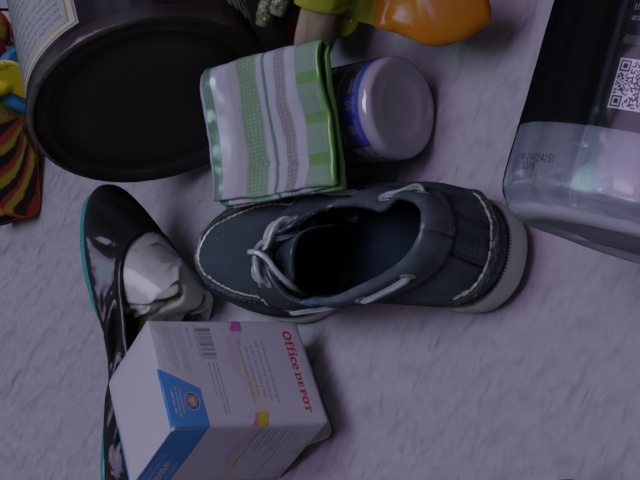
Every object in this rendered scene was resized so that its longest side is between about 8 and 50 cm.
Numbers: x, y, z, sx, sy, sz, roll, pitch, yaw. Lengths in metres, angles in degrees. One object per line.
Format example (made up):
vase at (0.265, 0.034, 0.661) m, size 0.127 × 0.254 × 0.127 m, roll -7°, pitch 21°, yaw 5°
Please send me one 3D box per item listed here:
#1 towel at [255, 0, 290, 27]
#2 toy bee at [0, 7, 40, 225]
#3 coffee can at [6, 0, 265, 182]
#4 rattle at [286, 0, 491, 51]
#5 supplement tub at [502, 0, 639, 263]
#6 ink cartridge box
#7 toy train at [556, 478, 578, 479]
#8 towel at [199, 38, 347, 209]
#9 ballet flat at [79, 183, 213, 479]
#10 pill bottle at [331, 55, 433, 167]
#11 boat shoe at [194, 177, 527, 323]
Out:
towel at (-0.018, -0.243, 1.155) m, size 0.110 × 0.027 × 0.148 m, roll -93°, pitch 26°, yaw -80°
toy bee at (-0.356, -0.169, 1.419) m, size 0.195 × 0.162 × 0.298 m, roll -38°, pitch 53°, yaw 33°
coffee can at (-0.172, -0.218, 1.216) m, size 0.201 × 0.201 × 0.275 m, roll -40°, pitch 52°, yaw 30°
rattle at (0.046, -0.181, 1.091) m, size 0.199 × 0.143 × 0.130 m, roll 96°, pitch 173°, yaw -75°
supplement tub at (0.232, -0.141, 0.787) m, size 0.193 × 0.193 × 0.316 m, roll 15°, pitch 88°, yaw 47°
ink cartridge box at (-0.070, 0.121, 1.055) m, size 0.090 × 0.143 × 0.092 m, roll -54°, pitch 43°, yaw 43°
toy train at (0.078, 0.271, 0.861) m, size 0.334 × 0.142 × 0.190 m, roll -31°, pitch 69°, yaw 33°
towel at (-0.039, -0.085, 1.057) m, size 0.152 × 0.023 × 0.113 m, roll -6°, pitch 94°, yaw 53°
ballet flat at (-0.133, 0.082, 1.168) m, size 0.096 × 0.095 × 0.280 m, roll -15°, pitch 77°, yaw 31°
pill bottle at (0.012, -0.093, 1.079) m, size 0.137 × 0.078 × 0.078 m, roll -6°, pitch 73°, yaw 45°
boat shoe at (0.000, 0.000, 1.044) m, size 0.319 × 0.099 × 0.116 m, roll 0°, pitch 79°, yaw 46°
